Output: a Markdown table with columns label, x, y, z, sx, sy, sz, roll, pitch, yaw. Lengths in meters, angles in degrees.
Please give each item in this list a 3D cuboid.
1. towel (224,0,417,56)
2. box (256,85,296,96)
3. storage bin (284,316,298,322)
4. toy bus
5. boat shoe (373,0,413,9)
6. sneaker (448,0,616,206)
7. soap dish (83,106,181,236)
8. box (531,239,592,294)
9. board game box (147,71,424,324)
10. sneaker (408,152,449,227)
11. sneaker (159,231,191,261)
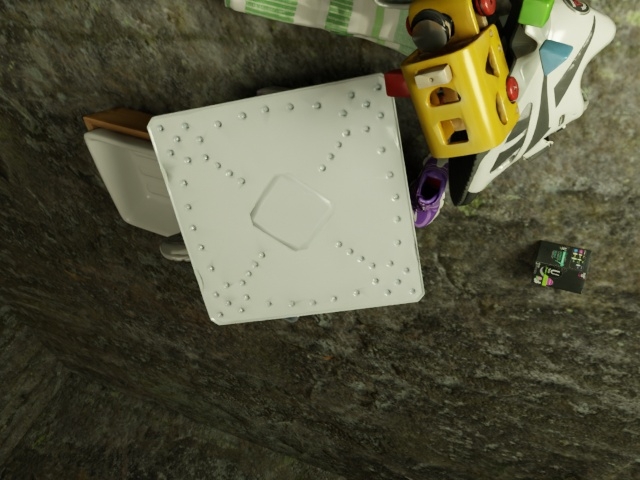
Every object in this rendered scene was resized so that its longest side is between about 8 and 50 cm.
| label | x | y | z | sx | sy | sz | roll | pitch | yaw |
| --- | --- | --- | --- | --- | --- | --- | --- | --- | --- |
| towel | 0.007 | -0.381 | 0.778 | 0.324 | 0.038 | 0.248 | 20 | 143 | 15 |
| box | -0.075 | -0.103 | 1.047 | 0.067 | 0.063 | 0.324 | 15 | 117 | 20 |
| storage bin | -0.085 | 0.111 | 1.379 | 0.091 | 0.135 | 0.098 | 11 | 166 | 42 |
| toy bus | 0.141 | -0.190 | 0.646 | 0.202 | 0.104 | 0.191 | 33 | 139 | 10 |
| boat shoe | 0.169 | -0.303 | 0.687 | 0.226 | 0.076 | 0.083 | -5 | 137 | 21 |
| sneaker | 0.268 | -0.157 | 0.783 | 0.146 | 0.122 | 0.330 | 4 | 145 | -8 |
| soap dish | -0.346 | -0.138 | 1.260 | 0.229 | 0.118 | 0.291 | 16 | 142 | 19 |
| box | 0.407 | 0.045 | 1.003 | 0.083 | 0.052 | 0.062 | 14 | 143 | 21 |
| board game box | -0.046 | -0.054 | 0.994 | 0.390 | 0.050 | 0.390 | -8 | 113 | 11 |
| sneaker | 0.175 | -0.076 | 1.004 | 0.068 | 0.071 | 0.170 | 22 | 145 | 11 |
| sneaker | -0.202 | -0.045 | 1.220 | 0.281 | 0.105 | 0.115 | -21 | 111 | -3 |
